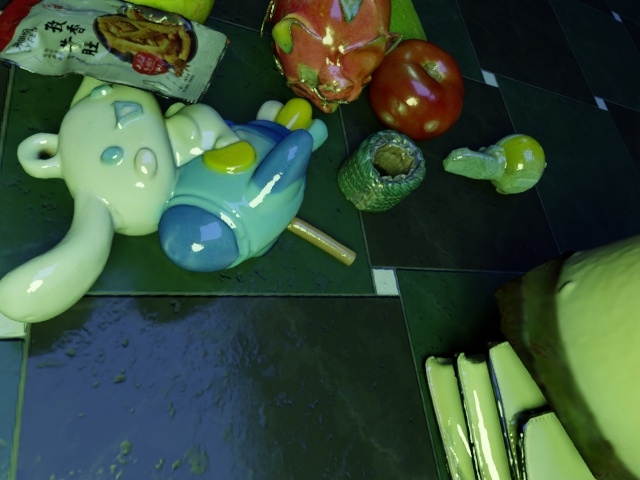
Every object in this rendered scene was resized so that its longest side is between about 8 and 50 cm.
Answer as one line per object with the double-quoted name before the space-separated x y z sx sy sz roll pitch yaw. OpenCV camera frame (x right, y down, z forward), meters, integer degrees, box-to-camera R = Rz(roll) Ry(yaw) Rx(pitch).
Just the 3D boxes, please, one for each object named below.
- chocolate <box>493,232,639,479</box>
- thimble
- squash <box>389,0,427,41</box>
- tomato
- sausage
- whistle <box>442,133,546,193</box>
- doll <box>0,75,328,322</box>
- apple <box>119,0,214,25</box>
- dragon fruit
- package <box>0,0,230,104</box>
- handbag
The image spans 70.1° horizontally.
"chocolate" 0.446 0.105 0.530 0.314 0.297 0.326 -10 62 -41
"thimble" 0.102 -0.116 0.757 0.135 0.090 0.118 -28 79 -34
"squash" 0.095 -0.431 0.949 0.288 0.203 0.111 47 42 -47
"tomato" 0.175 -0.275 0.850 0.195 0.136 0.195 11 64 -23
"sausage" 0.000 0.000 0.681 0.116 0.026 0.026 31 55 -12
"whistle" 0.353 -0.162 0.918 0.223 0.123 0.122 2 64 -12
"doll" -0.147 -0.089 0.542 0.366 0.187 0.376 5 78 -21
"apple" -0.240 -0.352 0.622 0.196 0.196 0.196 13 61 -24
"dragon fruit" 0.016 -0.335 0.744 0.224 0.224 0.227 26 87 -16
"package" -0.234 -0.221 0.505 0.239 0.030 0.154 13 53 -6
"handbag" 0.351 0.263 0.665 0.359 0.160 0.236 2 70 -29
